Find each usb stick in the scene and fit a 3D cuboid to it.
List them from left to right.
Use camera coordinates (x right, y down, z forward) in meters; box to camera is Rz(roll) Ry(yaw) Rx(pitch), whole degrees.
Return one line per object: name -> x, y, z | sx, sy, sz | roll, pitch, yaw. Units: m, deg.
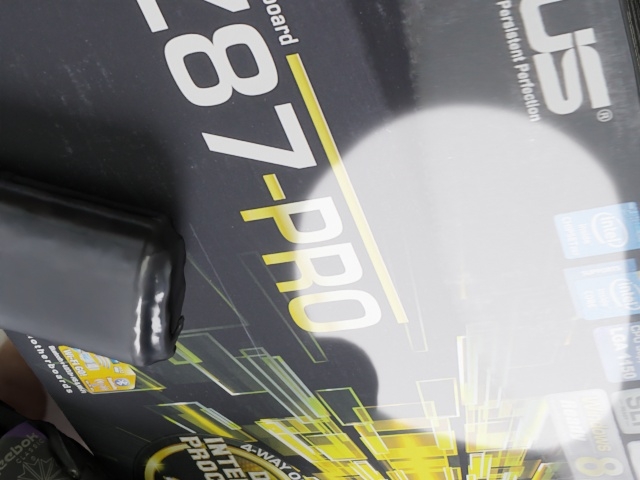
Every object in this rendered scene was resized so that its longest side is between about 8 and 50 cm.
usb stick -> -0.188, -0.010, 0.468 | 0.278, 0.045, 0.077 | 15, 135, 5

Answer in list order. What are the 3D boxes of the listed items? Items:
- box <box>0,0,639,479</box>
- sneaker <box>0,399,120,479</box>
box -> 0.000, 0.000, 0.520 | 0.318, 0.097, 0.395 | -9, 128, 20
sneaker -> -0.129, 0.162, 0.568 | 0.107, 0.283, 0.124 | -42, 135, -31
